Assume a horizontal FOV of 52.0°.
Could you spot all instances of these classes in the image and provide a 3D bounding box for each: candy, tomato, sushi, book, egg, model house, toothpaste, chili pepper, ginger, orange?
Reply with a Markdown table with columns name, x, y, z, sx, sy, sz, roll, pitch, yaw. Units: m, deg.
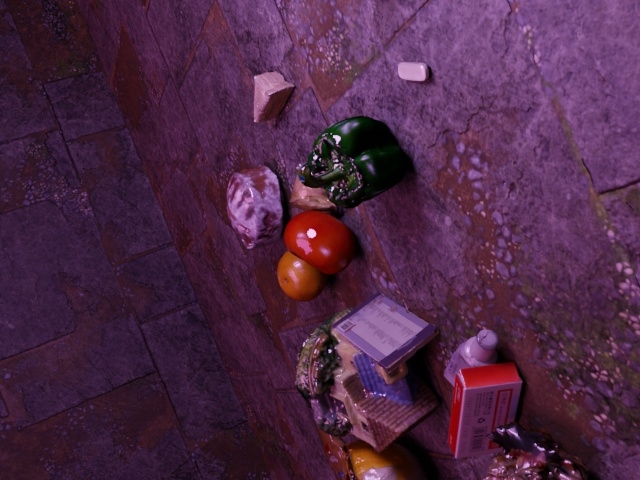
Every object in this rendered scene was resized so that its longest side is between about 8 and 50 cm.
| name | x | y | z | sx | sy | sz | roll | pitch | yaw |
| --- | --- | --- | --- | --- | --- | --- | --- | --- | --- |
| candy | -0.205 | -0.099 | 2.034 | 0.214 | 0.157 | 0.289 | 59 | 154 | 29 |
| tomato | 0.000 | 0.000 | 1.681 | 0.195 | 0.136 | 0.195 | 31 | 178 | 1 |
| sushi | 0.403 | 0.468 | 1.233 | 0.238 | 0.218 | 0.225 | 13 | 162 | 31 |
| book | 0.151 | 0.213 | 1.561 | 0.231 | 0.157 | 0.026 | 31 | 150 | 53 |
| egg | 0.197 | 0.681 | 1.788 | 0.337 | 0.201 | 0.337 | -18 | -90 | -89 |
| model house | 0.118 | 0.362 | 1.631 | 0.266 | 0.261 | 0.321 | 9 | 122 | 60 |
| toothpaste | 0.320 | 0.266 | 1.385 | 0.282 | 0.069 | 0.099 | 95 | 173 | -55 |
| chili pepper | 0.049 | -0.153 | 1.353 | 0.173 | 0.261 | 0.165 | 63 | 151 | 0 |
| ginger | -0.028 | -0.132 | 1.744 | 0.193 | 0.115 | 0.122 | 165 | 105 | -72 |
| orange | -0.048 | 0.096 | 1.892 | 0.159 | 0.136 | 0.159 | 27 | 128 | 40 |

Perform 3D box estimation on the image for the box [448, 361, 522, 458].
| name | x | y | z | sx | sy | sz | roll | pitch | yaw |
| --- | --- | --- | --- | --- | --- | --- | --- | --- | --- |
| box | 0.332 | 0.349 | 1.340 | 0.050 | 0.123 | 0.229 | -106 | 11 | -54 |

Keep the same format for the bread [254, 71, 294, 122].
| name | x | y | z | sx | sy | sz | roll | pitch | yaw |
| --- | --- | --- | --- | --- | --- | --- | --- | --- | --- |
| bread | -0.126 | -0.364 | 1.755 | 0.105 | 0.077 | 0.152 | 50 | 151 | 37 |

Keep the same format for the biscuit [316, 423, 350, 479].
| name | x | y | z | sx | sy | sz | roll | pitch | yaw |
| --- | --- | --- | --- | --- | --- | --- | --- | --- | --- |
| biscuit | 0.069 | 0.789 | 2.329 | 0.183 | 0.047 | 0.319 | 5 | 115 | 66 |

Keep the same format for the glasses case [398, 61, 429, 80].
| name | x | y | z | sx | sy | sz | roll | pitch | yaw |
| --- | --- | --- | --- | --- | --- | --- | --- | --- | --- |
| glasses case | 0.175 | -0.320 | 1.242 | 0.083 | 0.021 | 0.032 | 28 | 133 | 55 |
